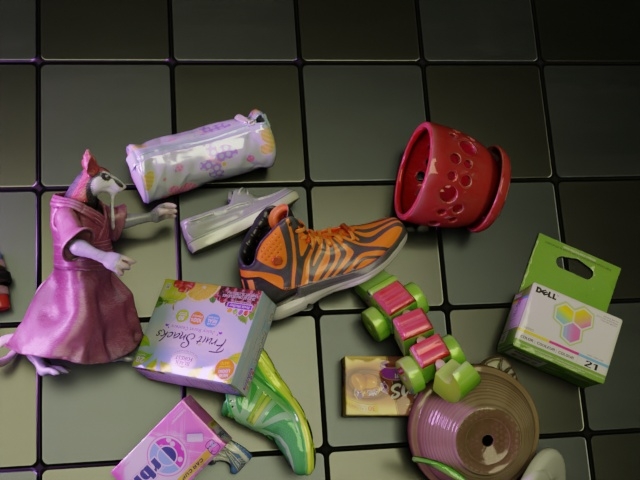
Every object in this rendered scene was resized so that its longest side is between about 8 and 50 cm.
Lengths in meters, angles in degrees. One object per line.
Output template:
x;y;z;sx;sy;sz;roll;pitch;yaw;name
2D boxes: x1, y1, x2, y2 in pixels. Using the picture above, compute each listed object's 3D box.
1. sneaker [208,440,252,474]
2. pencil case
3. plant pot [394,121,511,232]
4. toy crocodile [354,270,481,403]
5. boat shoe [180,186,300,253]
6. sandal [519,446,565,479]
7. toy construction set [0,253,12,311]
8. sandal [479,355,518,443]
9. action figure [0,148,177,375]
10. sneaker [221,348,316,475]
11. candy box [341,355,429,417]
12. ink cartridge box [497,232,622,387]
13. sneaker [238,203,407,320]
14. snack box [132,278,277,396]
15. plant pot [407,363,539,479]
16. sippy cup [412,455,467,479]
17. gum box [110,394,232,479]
-0.188;0.361;1.816;0.135;0.052;0.058;32;77;0;sneaker
-0.217;-0.156;1.906;0.273;0.124;0.114;-18;80;-12;pencil case
0.248;-0.108;1.942;0.174;0.191;0.191;16;74;-14;plant pot
0.161;0.158;1.844;0.115;0.105;0.340;-25;51;-12;toy crocodile
-0.150;-0.056;1.913;0.227;0.079;0.081;-26;86;-11;boat shoe
0.316;0.548;1.819;0.102;0.169;0.416;12;69;36;sandal
-0.658;0.103;1.707;0.257;0.237;0.309;10;75;-7;toy construction set
0.333;0.320;1.913;0.090;0.060;0.219;-21;94;-8;sandal
-0.406;0.030;1.772;0.275;0.248;0.370;1;97;12;action figure
-0.107;0.293;1.827;0.123;0.109;0.296;-33;75;-8;sneaker
0.132;0.267;1.892;0.186;0.053;0.109;2;76;-8;candy box
0.468;0.123;1.961;0.188;0.097;0.255;23;74;-3;ink cartridge box
0.000;0.000;1.867;0.321;0.124;0.180;-29;114;-16;sneaker
-0.199;0.166;1.794;0.207;0.070;0.175;6;64;29;snack box
0.278;0.341;1.820;0.237;0.110;0.237;0;92;-6;plant pot
0.125;0.528;1.747;0.224;0.240;0.305;23;48;8;sippy cup
-0.256;0.369;1.769;0.107;0.062;0.188;45;94;4;gum box
